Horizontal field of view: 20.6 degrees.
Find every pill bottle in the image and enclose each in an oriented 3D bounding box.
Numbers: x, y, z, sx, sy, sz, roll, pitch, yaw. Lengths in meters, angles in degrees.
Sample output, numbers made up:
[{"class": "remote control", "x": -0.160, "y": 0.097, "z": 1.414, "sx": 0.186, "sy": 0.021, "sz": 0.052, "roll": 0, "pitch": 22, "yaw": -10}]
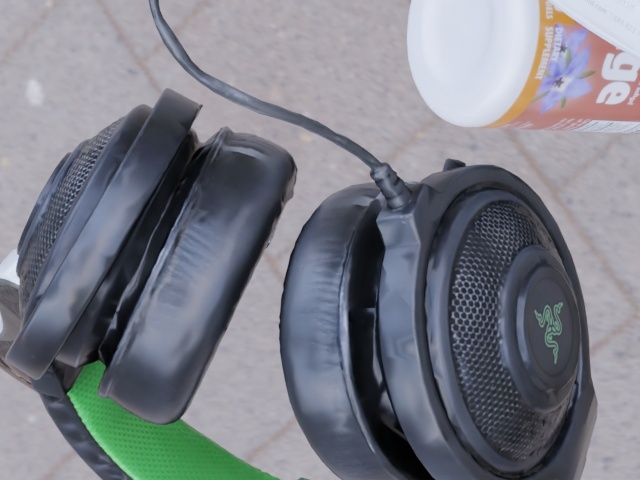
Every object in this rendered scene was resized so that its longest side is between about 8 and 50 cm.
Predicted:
[{"class": "pill bottle", "x": 0.172, "y": -0.128, "z": 1.102, "sx": 0.121, "sy": 0.216, "sz": 0.121, "roll": 2, "pitch": 92, "yaw": 58}]

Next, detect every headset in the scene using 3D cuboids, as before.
[{"class": "headset", "x": 0.000, "y": 0.000, "z": 0.714, "sx": 0.243, "sy": 0.394, "sz": 0.185, "roll": 14, "pitch": 52, "yaw": 14}]

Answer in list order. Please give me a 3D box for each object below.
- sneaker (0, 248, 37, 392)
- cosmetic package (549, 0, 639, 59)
[{"class": "sneaker", "x": -0.156, "y": 0.040, "z": 1.190, "sx": 0.106, "sy": 0.290, "sz": 0.123, "roll": 36, "pitch": 68, "yaw": -1}, {"class": "cosmetic package", "x": 0.199, "y": -0.192, "z": 0.770, "sx": 0.085, "sy": 0.117, "sz": 0.231, "roll": 40, "pitch": 121, "yaw": 38}]
